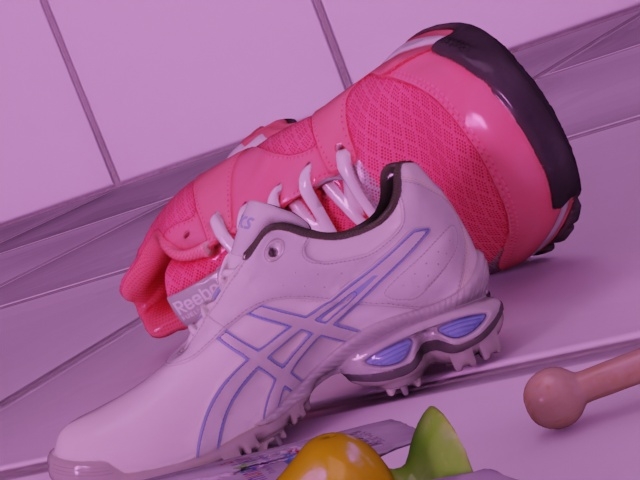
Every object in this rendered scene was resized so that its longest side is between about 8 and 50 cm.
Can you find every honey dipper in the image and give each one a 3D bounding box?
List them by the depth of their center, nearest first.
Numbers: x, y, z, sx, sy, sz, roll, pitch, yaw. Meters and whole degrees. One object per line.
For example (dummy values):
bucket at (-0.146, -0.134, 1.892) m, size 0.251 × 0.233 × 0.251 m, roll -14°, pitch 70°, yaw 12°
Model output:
honey dipper at (0.133, 0.020, 0.400) m, size 0.161 × 0.030 × 0.030 m, roll -24°, pitch 7°, yaw 11°

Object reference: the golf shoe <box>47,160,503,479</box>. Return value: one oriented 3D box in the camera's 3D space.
golf shoe at (-0.025, 0.030, 0.519) m, size 0.176 × 0.086 × 0.069 m, roll -24°, pitch 10°, yaw -12°

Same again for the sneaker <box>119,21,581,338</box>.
sneaker at (0.000, 0.001, 0.667) m, size 0.136 × 0.116 × 0.314 m, roll -37°, pitch 7°, yaw -26°

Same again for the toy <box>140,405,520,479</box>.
toy at (-0.074, 0.097, 0.309) m, size 0.237 × 0.056 × 0.137 m, roll -18°, pitch 3°, yaw -11°
